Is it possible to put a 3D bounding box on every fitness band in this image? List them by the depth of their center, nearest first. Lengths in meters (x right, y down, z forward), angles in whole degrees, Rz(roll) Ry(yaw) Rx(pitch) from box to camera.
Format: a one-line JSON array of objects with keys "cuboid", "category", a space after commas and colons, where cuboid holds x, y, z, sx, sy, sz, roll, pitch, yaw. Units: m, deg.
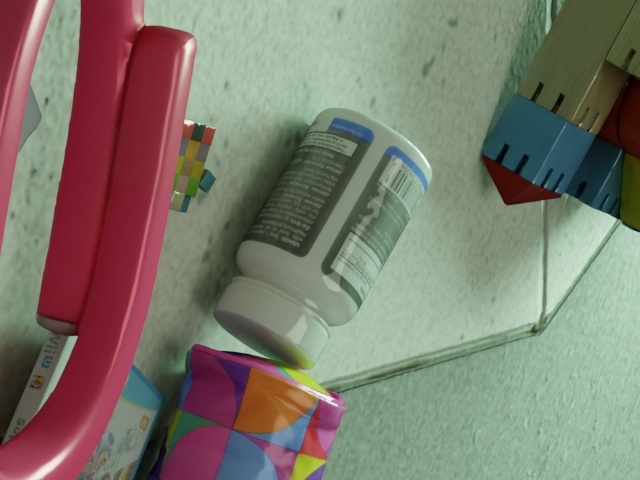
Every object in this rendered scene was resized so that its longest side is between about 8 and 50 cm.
[{"cuboid": [-0.123, -0.018, 0.784, 0.209, 0.054, 0.290, -23, 124, -73], "category": "fitness band"}]

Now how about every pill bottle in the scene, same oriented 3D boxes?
[{"cuboid": [0.000, 0.000, 1.030, 0.137, 0.078, 0.078, -59, 146, -17], "category": "pill bottle"}]

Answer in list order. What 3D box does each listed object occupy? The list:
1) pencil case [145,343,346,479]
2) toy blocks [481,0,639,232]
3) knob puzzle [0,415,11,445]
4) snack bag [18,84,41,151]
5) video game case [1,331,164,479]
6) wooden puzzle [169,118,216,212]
[{"cuboid": [-0.069, 0.176, 1.000, 0.104, 0.104, 0.236, 31, 80, -57], "category": "pencil case"}, {"cuboid": [0.268, -0.111, 1.312, 0.381, 0.191, 0.261, 15, 105, -57], "category": "toy blocks"}, {"cuboid": [-0.191, 0.164, 0.878, 0.213, 0.030, 0.213, -30, 130, -45], "category": "knob puzzle"}, {"cuboid": [-0.221, -0.052, 0.639, 0.323, 0.037, 0.342, 75, 29, -43], "category": "snack bag"}, {"cuboid": [-0.135, 0.132, 0.922, 0.166, 0.015, 0.119, -70, 154, -22], "category": "video game case"}, {"cuboid": [-0.079, -0.041, 0.959, 0.083, 0.006, 0.049, 12, 96, -57], "category": "wooden puzzle"}]
